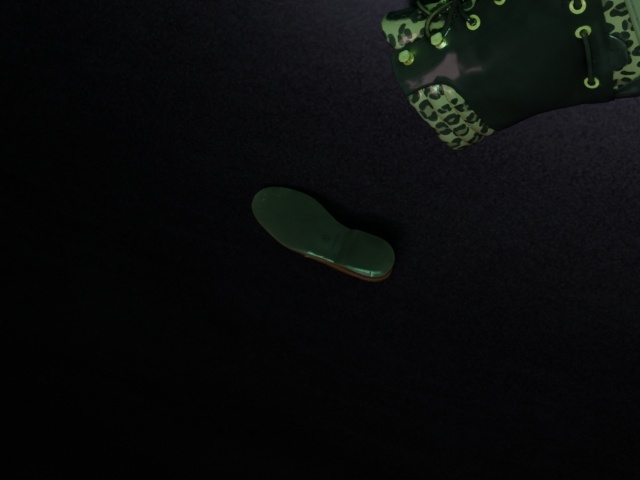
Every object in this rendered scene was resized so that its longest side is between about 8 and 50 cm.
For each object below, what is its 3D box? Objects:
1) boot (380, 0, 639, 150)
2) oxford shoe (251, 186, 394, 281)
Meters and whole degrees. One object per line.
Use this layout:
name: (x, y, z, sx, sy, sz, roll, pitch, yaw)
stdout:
boot: (0.191, -0.271, 1.015, 0.284, 0.138, 0.377, -20, 125, 30)
oxford shoe: (0.000, 0.000, 1.307, 0.212, 0.076, 0.076, 31, 166, 13)
